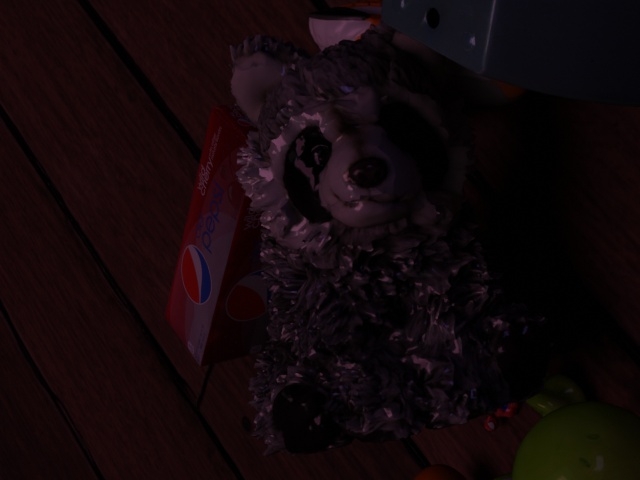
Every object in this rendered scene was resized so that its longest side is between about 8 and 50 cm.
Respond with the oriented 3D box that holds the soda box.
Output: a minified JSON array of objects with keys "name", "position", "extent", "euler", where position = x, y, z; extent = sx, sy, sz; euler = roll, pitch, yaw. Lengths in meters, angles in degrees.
[{"name":"soda box","position":[-0.075,-0.006,1.512],"extent":[0.083,0.092,0.263],"euler":[50,136,38]}]

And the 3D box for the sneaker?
[{"name":"sneaker","position":[0.087,-0.123,1.255],"extent":[0.262,0.099,0.121],"euler":[26,129,58]}]

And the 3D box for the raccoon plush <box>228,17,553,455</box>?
[{"name":"raccoon plush","position":[0.000,0.000,1.227],"extent":[0.446,0.216,0.299],"euler":[164,93,-69]}]

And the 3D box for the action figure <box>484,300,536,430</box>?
[{"name":"action figure","position":[0.150,0.107,1.271],"extent":[0.038,0.030,0.115],"euler":[34,128,41]}]

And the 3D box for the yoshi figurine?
[{"name":"yoshi figurine","position":[0.156,0.200,1.144],"extent":[0.362,0.203,0.203],"euler":[-27,70,52]}]

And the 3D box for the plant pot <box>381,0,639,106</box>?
[{"name":"plant pot","position":[0.167,-0.178,0.980],"extent":[0.166,0.234,0.165],"euler":[36,128,45]}]
